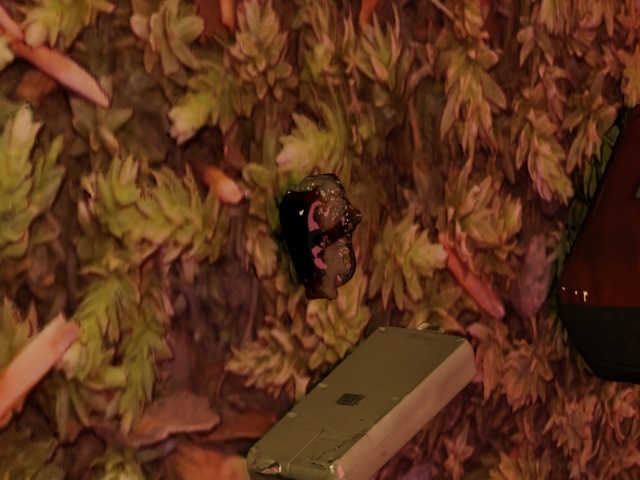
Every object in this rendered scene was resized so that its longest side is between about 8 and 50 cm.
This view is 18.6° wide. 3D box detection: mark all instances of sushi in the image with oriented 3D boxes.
[{"bbox_3d":[0.000,0.000,1.294,0.046,0.044,0.083,-35,118,-47],"label":"sushi"}]

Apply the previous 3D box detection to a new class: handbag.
[{"bbox_3d":[0.320,-0.001,1.607,0.181,0.181,0.254,56,50,-40],"label":"handbag"}]

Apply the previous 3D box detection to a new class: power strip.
[{"bbox_3d":[0.029,0.114,1.312,0.192,0.081,0.035,-40,126,-44],"label":"power strip"}]
